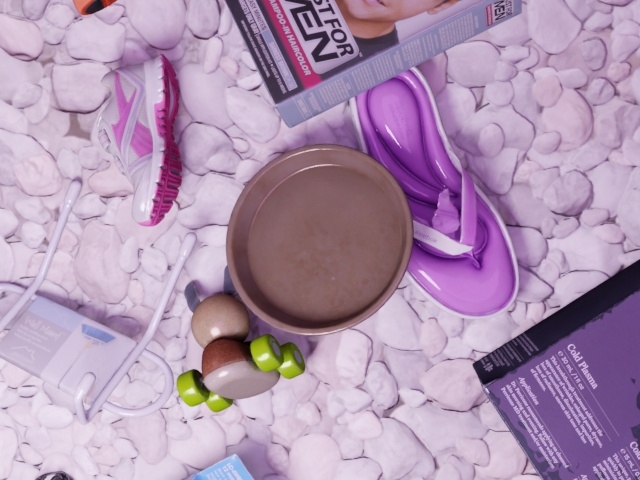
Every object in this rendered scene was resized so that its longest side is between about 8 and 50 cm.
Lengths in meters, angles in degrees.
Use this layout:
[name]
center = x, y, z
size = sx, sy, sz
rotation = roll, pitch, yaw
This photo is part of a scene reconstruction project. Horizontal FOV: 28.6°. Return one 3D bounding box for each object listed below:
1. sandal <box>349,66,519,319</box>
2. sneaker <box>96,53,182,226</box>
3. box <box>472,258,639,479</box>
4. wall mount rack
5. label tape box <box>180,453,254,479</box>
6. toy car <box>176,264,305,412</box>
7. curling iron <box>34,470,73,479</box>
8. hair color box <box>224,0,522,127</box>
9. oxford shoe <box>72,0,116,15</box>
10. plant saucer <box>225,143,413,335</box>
[sandal]
center = 0.151, -0.068, 1.813
size = 0.169, 0.102, 0.416
rotation = -28, 91, 3
[sneaker]
center = -0.266, -0.142, 1.821
size = 0.111, 0.103, 0.252
rotation = -4, 77, 9
[box]
center = 0.442, 0.251, 1.792
size = 0.312, 0.179, 0.343
rotation = -32, 93, 4
[wall mount rack]
center = -0.344, 0.091, 1.809
size = 0.350, 0.130, 0.304
rotation = 24, 56, 14
[label tape box]
center = -0.206, 0.502, 1.818
size = 0.347, 0.115, 0.249
rotation = -30, 101, 15
[toy car]
center = -0.136, 0.133, 1.841
size = 0.155, 0.149, 0.188
rotation = -26, 68, 15
[curling iron]
center = -0.427, 0.477, 1.900
size = 0.068, 0.035, 0.274
rotation = 13, 93, -2
[hair color box]
center = 0.076, -0.331, 1.771
size = 0.374, 0.113, 0.185
rotation = -26, 75, 3
[oxford shoe]
center = -0.260, -0.439, 1.807
size = 0.271, 0.097, 0.098
rotation = -33, 87, 3
[plant saucer]
center = 0.000, 0.000, 1.782
size = 0.277, 0.041, 0.278
rotation = -4, 76, 17
